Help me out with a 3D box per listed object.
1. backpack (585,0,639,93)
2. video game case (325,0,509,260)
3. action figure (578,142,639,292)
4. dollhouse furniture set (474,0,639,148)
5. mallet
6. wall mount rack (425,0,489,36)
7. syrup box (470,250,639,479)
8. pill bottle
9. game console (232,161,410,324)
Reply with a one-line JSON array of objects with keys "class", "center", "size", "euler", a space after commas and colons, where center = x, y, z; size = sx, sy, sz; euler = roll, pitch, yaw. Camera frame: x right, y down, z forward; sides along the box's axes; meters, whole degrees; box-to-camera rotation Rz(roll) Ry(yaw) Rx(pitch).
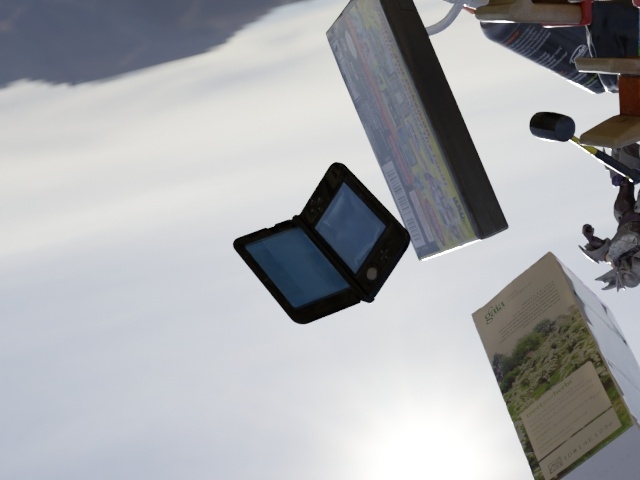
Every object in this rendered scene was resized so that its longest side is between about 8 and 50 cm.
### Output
[{"class": "backpack", "center": [0.453, -0.226, 1.491], "size": [0.355, 0.273, 0.290], "euler": [-14, -168, 15]}, {"class": "video game case", "center": [0.091, -0.119, 1.519], "size": [0.035, 0.275, 0.248], "euler": [-22, 179, -11]}, {"class": "action figure", "center": [0.472, -0.041, 2.257], "size": [0.185, 0.099, 0.285], "euler": [-28, -142, 46]}, {"class": "dollhouse furniture set", "center": [0.231, -0.205, 1.053], "size": [0.135, 0.262, 0.259], "euler": [-11, -168, -28]}, {"class": "mallet", "center": [0.370, -0.123, 2.017], "size": [0.189, 0.039, 0.062], "euler": [26, 177, -23]}, {"class": "wall mount rack", "center": [0.114, -0.411, 1.785], "size": [0.304, 0.131, 0.350], "euler": [15, 142, -14]}, {"class": "syrup box", "center": [0.209, 0.123, 1.212], "size": [0.093, 0.096, 0.237], "euler": [-40, -151, 16]}, {"class": "pill bottle", "center": [0.310, -0.309, 2.058], "size": [0.245, 0.130, 0.130], "euler": [24, -177, -15]}, {"class": "game console", "center": [0.000, 0.000, 1.289], "size": [0.071, 0.107, 0.122], "euler": [11, -151, -45]}]
